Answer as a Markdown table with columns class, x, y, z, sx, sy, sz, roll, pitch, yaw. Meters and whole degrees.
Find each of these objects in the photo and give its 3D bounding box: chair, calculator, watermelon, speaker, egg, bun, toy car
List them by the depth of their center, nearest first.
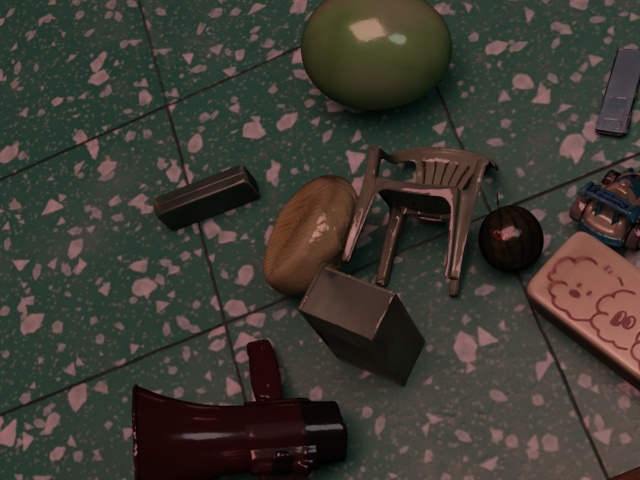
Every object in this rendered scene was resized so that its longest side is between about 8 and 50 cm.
| class | x | y | z | sx | sy | sz | roll | pitch | yaw |
| --- | --- | --- | --- | --- | --- | --- | --- | --- | --- |
| toy car | 0.483 | -0.071 | 1.604 | 0.126 | 0.098 | 0.161 | 34 | 64 | 28 |
| speaker | -0.141 | 0.298 | 1.625 | 0.329 | 0.259 | 0.198 | -5 | 105 | -14 |
| watermelon | 0.303 | -0.015 | 1.641 | 0.105 | 0.105 | 0.133 | -16 | 85 | 11 |
| chair | 0.173 | -0.057 | 1.682 | 0.203 | 0.190 | 0.275 | 10 | 77 | 21 |
| bun | 0.000 | 0.000 | 1.718 | 0.222 | 0.127 | 0.222 | -45 | 26 | 29 |
| calculator | 0.515 | -0.253 | 1.738 | 0.057 | 0.018 | 0.172 | 12 | 70 | 22 |
| egg | 0.098 | -0.341 | 1.803 | 0.269 | 0.220 | 0.220 | -1 | 66 | 18 |

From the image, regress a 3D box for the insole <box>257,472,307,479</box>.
| class | x | y | z | sx | sy | sz | roll | pitch | yaw |
| --- | --- | --- | --- | --- | --- | --- | --- | --- | --- |
| insole | -0.045 | 0.435 | 1.605 | 0.081 | 0.011 | 0.248 | -22 | 60 | 9 |

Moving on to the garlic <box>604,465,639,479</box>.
| class | x | y | z | sx | sy | sz | roll | pitch | yaw |
| --- | --- | --- | --- | --- | --- | --- | --- | --- | --- |
| garlic | 0.381 | 0.435 | 1.340 | 0.340 | 0.246 | 0.231 | -26 | 73 | -7 |

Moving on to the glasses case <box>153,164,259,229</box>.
| class | x | y | z | sx | sy | sz | roll | pitch | yaw |
| --- | --- | --- | --- | --- | --- | --- | --- | --- | --- |
| glasses case | -0.208 | -0.077 | 1.863 | 0.184 | 0.078 | 0.039 | -20 | 63 | 9 |

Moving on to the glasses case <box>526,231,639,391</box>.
| class | x | y | z | sx | sy | sz | roll | pitch | yaw |
| --- | --- | --- | --- | --- | --- | --- | --- | --- | --- |
| glasses case | 0.479 | 0.133 | 1.534 | 0.336 | 0.076 | 0.144 | 39 | 82 | 29 |

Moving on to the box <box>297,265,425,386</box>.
| class | x | y | z | sx | sy | sz | roll | pitch | yaw |
| --- | --- | --- | --- | --- | --- | --- | --- | --- | --- |
| box | 0.068 | 0.134 | 1.585 | 0.129 | 0.225 | 0.086 | 21 | 74 | 25 |
